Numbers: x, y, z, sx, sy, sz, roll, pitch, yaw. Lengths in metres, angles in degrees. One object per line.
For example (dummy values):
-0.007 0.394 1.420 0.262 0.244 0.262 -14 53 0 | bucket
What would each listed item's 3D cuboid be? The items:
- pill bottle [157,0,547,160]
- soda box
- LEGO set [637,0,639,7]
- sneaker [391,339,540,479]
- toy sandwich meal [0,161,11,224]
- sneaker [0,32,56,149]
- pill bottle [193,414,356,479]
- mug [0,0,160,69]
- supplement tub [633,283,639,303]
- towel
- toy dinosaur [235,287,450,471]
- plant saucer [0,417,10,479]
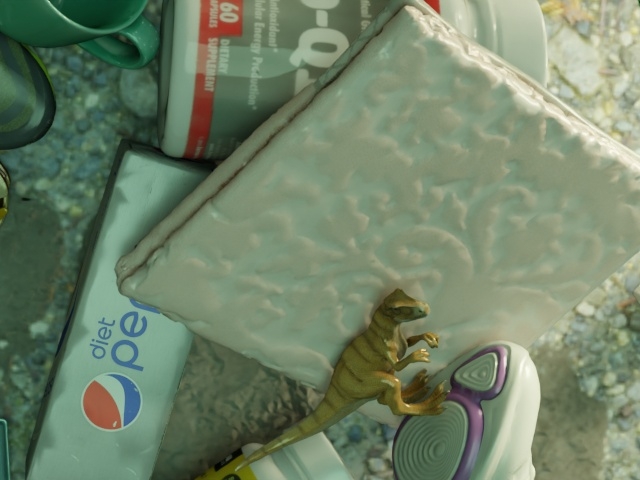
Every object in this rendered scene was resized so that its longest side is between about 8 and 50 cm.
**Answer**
0.021 -0.136 1.275 0.283 0.161 0.161 3 99 -10 | pill bottle
-0.153 0.069 1.316 0.098 0.091 0.286 16 97 -11 | soda box
0.335 -0.292 1.292 0.331 0.192 0.254 -23 126 -35 | LEGO set
0.129 0.223 1.346 0.152 0.114 0.305 6 108 -32 | sneaker
-0.284 -0.033 1.308 0.086 0.029 0.085 -2 100 -9 | toy sandwich meal
-0.326 -0.169 1.231 0.300 0.121 0.111 37 92 -13 | sneaker
-0.066 0.240 1.345 0.208 0.119 0.119 -34 103 -3 | pill bottle
-0.201 -0.198 1.245 0.129 0.097 0.157 -18 98 -47 | mug
0.327 0.031 1.401 0.107 0.071 0.071 -44 103 -1 | supplement tub
0.065 -0.004 1.253 0.332 0.053 0.317 30 117 -36 | towel
0.033 0.110 1.285 0.112 0.064 0.211 23 122 -20 | toy dinosaur
-0.286 0.239 1.361 0.067 0.018 0.192 -3 101 -9 | plant saucer
